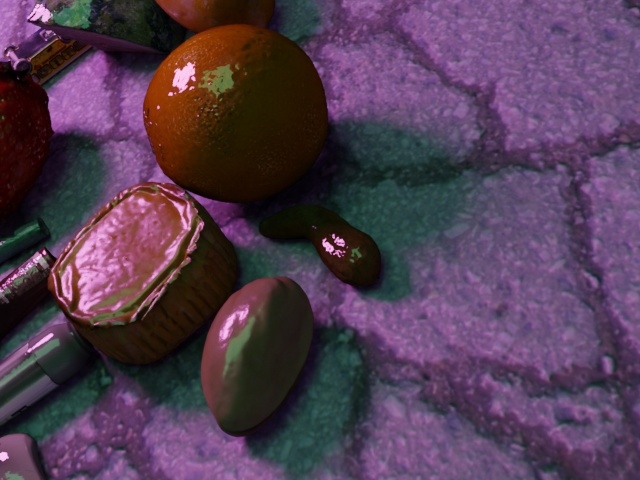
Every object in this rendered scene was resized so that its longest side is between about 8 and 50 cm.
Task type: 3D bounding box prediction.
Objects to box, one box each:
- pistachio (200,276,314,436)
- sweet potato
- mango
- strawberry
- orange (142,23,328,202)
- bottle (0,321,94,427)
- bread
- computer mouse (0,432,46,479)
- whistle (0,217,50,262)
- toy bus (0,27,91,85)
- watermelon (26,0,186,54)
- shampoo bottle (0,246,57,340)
[{"bbox_3d":[-0.086,0.148,1.391,0.136,0.136,0.226,5,64,28],"label":"pistachio"},{"bbox_3d":[0.003,-0.005,1.505,0.233,0.062,0.081,29,72,41],"label":"sweet potato"},{"bbox_3d":[-0.220,-0.455,1.852,0.316,0.146,0.193,29,40,16],"label":"mango"},{"bbox_3d":[-0.577,-0.150,1.776,0.250,0.238,0.288,-8,81,26],"label":"strawberry"},{"bbox_3d":[-0.124,-0.184,1.557,0.274,0.274,0.274,-12,51,16],"label":"orange"},{"bbox_3d":[-0.447,0.211,1.539,0.254,0.079,0.096,-37,10,-3],"label":"bottle"},{"bbox_3d":[-0.253,0.045,1.531,0.253,0.142,0.227,-43,48,-14],"label":"bread"},{"bbox_3d":[-0.422,0.331,1.449,0.089,0.056,0.181,-38,49,0],"label":"computer mouse"},{"bbox_3d":[-0.535,0.022,1.745,0.186,0.039,0.039,-29,49,3],"label":"whistle"},{"bbox_3d":[-0.517,-0.363,2.002,0.226,0.074,0.081,-41,50,-9],"label":"toy bus"},{"bbox_3d":[-0.363,-0.434,1.940,0.260,0.256,0.176,-66,13,-18],"label":"watermelon"},{"bbox_3d":[-0.499,0.110,1.645,0.236,0.067,0.068,-41,30,-6],"label":"shampoo bottle"}]
